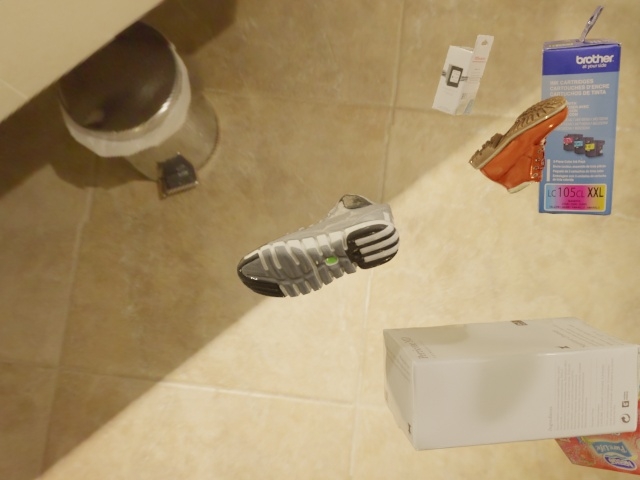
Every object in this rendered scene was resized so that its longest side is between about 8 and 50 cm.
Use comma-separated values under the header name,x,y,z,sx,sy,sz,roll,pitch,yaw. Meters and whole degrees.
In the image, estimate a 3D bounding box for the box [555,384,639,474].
name,x,y,z,sx,sy,sz,roll,pitch,yaw
box,0.594,0.343,1.253,0.154,0.300,0.142,-40,97,-27

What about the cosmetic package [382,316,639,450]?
name,x,y,z,sx,sy,sz,roll,pitch,yaw
cosmetic package,0.314,0.237,1.133,0.385,0.217,0.156,-1,97,-9

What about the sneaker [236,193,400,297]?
name,x,y,z,sx,sy,sz,roll,pitch,yaw
sneaker,0.000,0.000,0.913,0.228,0.132,0.086,-14,121,14

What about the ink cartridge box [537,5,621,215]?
name,x,y,z,sx,sy,sz,roll,pitch,yaw
ink cartridge box,0.534,-0.277,1.365,0.151,0.270,0.396,0,109,19

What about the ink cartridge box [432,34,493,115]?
name,x,y,z,sx,sy,sz,roll,pitch,yaw
ink cartridge box,0.323,-0.381,1.483,0.060,0.104,0.180,26,115,27

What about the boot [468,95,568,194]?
name,x,y,z,sx,sy,sz,roll,pitch,yaw
boot,0.274,-0.121,0.848,0.084,0.158,0.059,44,52,-2
